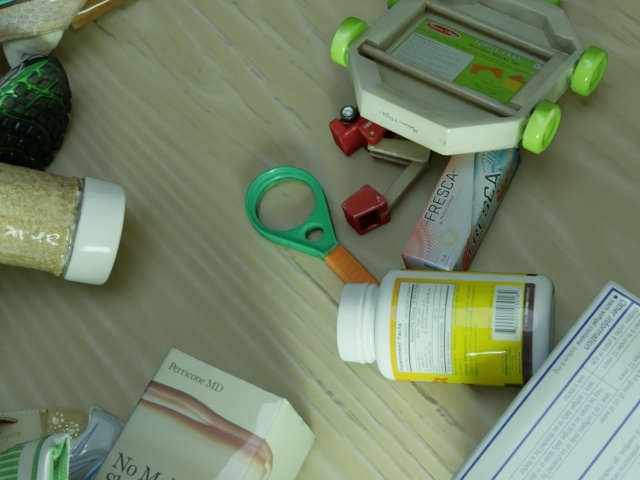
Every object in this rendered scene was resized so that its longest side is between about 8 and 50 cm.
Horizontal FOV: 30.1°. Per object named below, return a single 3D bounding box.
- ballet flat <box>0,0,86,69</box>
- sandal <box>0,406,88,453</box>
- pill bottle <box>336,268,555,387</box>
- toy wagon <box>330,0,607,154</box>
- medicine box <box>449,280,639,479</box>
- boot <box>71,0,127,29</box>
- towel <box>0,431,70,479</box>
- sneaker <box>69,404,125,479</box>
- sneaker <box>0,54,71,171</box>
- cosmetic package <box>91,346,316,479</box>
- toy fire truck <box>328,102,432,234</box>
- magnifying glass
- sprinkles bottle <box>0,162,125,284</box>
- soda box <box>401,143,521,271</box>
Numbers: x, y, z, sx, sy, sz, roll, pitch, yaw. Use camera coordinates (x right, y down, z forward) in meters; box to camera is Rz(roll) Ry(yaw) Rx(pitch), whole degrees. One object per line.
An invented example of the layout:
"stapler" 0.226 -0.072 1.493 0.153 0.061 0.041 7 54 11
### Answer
"ballet flat" -0.420 -0.258 1.539 0.316 0.107 0.106 -11 103 18
"sandal" -0.369 0.215 1.300 0.240 0.079 0.088 -11 62 8
"pill bottle" 0.130 0.089 1.224 0.215 0.117 0.117 2 64 14
"toy wagon" 0.190 -0.226 1.366 0.267 0.068 0.344 28 51 22
"medicine box" 0.306 0.233 1.092 0.289 0.149 0.263 35 76 25
"boot" -0.247 -0.441 1.611 0.281 0.096 0.264 -22 73 8
"towel" -0.336 0.341 1.152 0.325 0.038 0.247 -33 52 40
"sneaker" -0.277 0.254 1.252 0.083 0.071 0.190 42 70 -3
"sneaker" -0.450 -0.109 1.452 0.343 0.134 0.146 -45 62 -10
"cosmetic package" -0.146 0.278 1.187 0.153 0.129 0.296 20 69 23
"toy fire truck" 0.083 -0.111 1.376 0.192 0.047 0.135 -36 62 -7
"magnifying glass" 0.000 0.000 1.355 0.092 0.026 0.231 -40 60 -8
"sprinkles bottle" -0.402 -0.039 1.320 0.356 0.121 0.121 11 63 -17
"soda box" 0.157 -0.037 1.315 0.063 0.058 0.183 21 71 22
